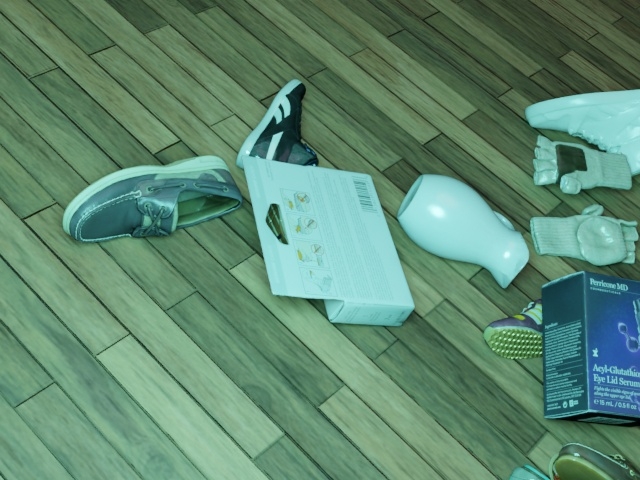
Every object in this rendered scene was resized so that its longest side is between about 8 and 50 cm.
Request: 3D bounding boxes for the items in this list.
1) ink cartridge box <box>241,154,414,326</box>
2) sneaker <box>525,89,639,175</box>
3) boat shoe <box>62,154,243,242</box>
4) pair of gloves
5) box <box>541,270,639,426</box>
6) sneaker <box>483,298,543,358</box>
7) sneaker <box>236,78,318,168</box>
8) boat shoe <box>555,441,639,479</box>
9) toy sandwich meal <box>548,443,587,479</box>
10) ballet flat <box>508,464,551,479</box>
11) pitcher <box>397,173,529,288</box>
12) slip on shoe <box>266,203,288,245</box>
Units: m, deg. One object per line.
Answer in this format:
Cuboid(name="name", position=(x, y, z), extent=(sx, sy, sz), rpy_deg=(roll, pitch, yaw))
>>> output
Cuboid(name="ink cartridge box", position=(0.000, 0.000, 1.388), extent=(0.238, 0.060, 0.275), rpy_deg=(6, 49, -26))
Cuboid(name="sneaker", position=(0.543, -0.195, 1.731), extent=(0.292, 0.169, 0.108), rpy_deg=(-2, 1, 19))
Cuboid(name="boat shoe", position=(-0.242, -0.053, 1.352), extent=(0.285, 0.103, 0.092), rpy_deg=(-19, 54, -38))
Cuboid(name="pair of gloves", position=(0.474, -0.070, 1.610), extent=(0.204, 0.042, 0.240), rpy_deg=(10, 65, -11))
Cuboid(name="box", position=(0.418, 0.162, 1.328), extent=(0.153, 0.108, 0.207), rpy_deg=(9, 72, -20))
Cuboid(name="sneaker", position=(0.328, 0.134, 1.412), extent=(0.185, 0.070, 0.084), rpy_deg=(5, 41, -23))
Cuboid(name="sneaker", position=(-0.046, -0.176, 1.546), extent=(0.121, 0.079, 0.217), rpy_deg=(29, 56, 2))
Cuboid(name="boat shoe", position=(0.402, 0.331, 1.230), extent=(0.207, 0.073, 0.073), rpy_deg=(40, 54, -18))
Cuboid(name="toy sandwich meal", position=(0.364, 0.328, 1.274), extent=(0.085, 0.029, 0.086), rpy_deg=(9, 48, -11))
Cuboid(name="ballet flat", position=(0.345, 0.380, 1.211), extent=(0.213, 0.072, 0.068), rpy_deg=(29, 75, 8))
Cuboid(name="pitcher", position=(0.237, -0.032, 1.495), extent=(0.207, 0.125, 0.178), rpy_deg=(30, 26, -6))
Cuboid(name="slip on shoe", position=(-0.058, -0.006, 1.414), extent=(0.041, 0.051, 0.135), rpy_deg=(26, 29, -44))
